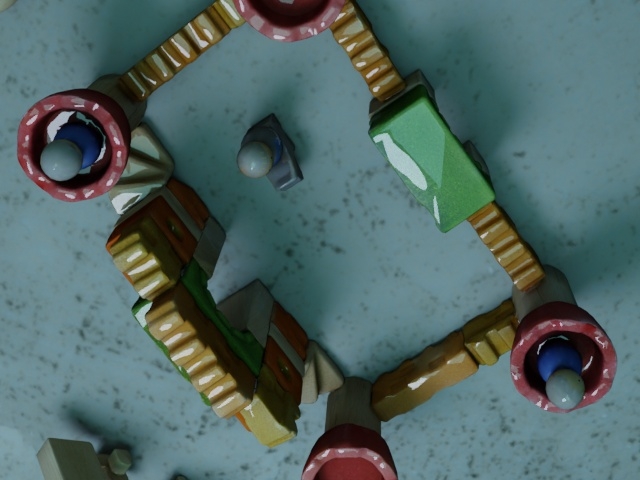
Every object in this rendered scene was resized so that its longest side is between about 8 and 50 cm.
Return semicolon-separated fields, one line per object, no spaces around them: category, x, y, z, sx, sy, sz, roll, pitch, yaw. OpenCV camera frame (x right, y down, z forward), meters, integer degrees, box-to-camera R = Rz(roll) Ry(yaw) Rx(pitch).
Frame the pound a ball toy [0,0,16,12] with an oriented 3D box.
pound a ball toy;-0.432;-0.202;0.854;0.319;0.136;0.208;-28;107;14

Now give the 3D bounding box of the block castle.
block castle;0.000;0.000;0.864;0.303;0.213;0.453;-33;106;15

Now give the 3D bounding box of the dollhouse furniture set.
dollhouse furniture set;-0.209;0.292;1.027;0.151;0.144;0.123;17;117;-43
